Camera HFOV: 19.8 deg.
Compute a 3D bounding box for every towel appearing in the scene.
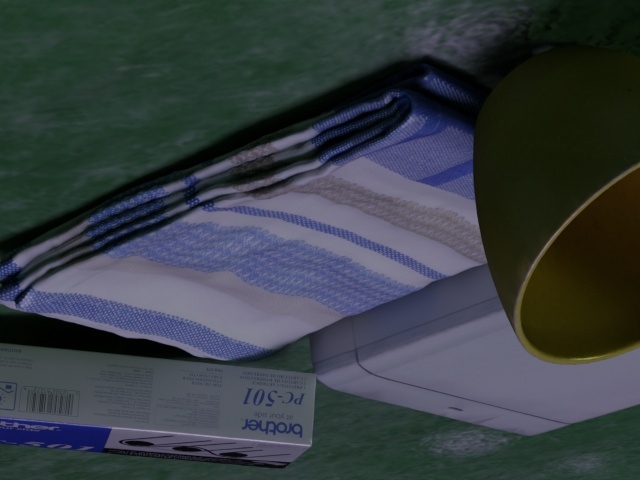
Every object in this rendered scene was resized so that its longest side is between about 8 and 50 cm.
[{"bbox_3d":[0.000,0.000,0.922,0.285,0.034,0.209,-22,154,35],"label":"towel"}]

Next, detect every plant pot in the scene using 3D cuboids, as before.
[{"bbox_3d":[0.117,-0.028,0.773,0.134,0.095,0.134,-21,144,-16],"label":"plant pot"}]

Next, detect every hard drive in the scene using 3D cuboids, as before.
[{"bbox_3d":[0.201,0.034,1.041,0.353,0.047,0.233,-23,153,35],"label":"hard drive"}]

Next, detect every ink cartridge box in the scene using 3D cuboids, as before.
[{"bbox_3d":[-0.112,0.097,1.063,0.207,0.046,0.097,6,164,-8],"label":"ink cartridge box"}]
